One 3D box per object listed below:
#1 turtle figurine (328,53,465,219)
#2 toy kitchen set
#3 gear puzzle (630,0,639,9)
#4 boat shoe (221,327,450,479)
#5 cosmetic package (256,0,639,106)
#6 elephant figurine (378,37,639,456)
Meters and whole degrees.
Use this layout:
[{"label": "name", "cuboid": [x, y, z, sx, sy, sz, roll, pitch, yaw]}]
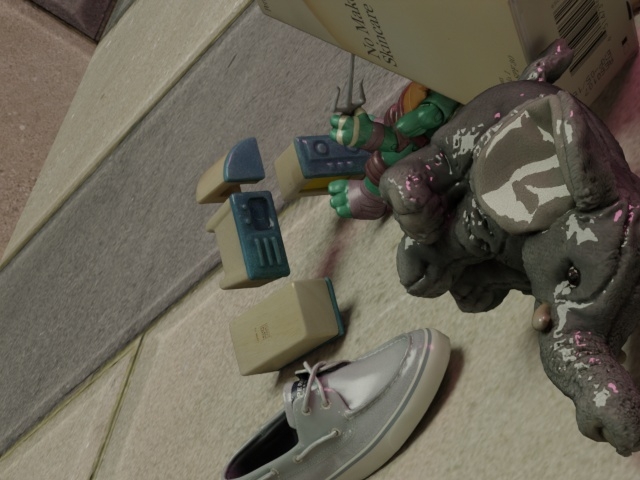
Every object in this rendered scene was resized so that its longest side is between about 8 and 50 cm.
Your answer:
[{"label": "turtle figurine", "cuboid": [0.076, -0.120, 1.361, 0.175, 0.118, 0.234, -50, -6, -35]}, {"label": "toy kitchen set", "cuboid": [0.000, 0.000, 1.457, 0.122, 0.166, 0.207, -33, 67, 53]}, {"label": "gear puzzle", "cuboid": [0.307, -0.339, 1.226, 0.175, 0.044, 0.339, -31, 32, 54]}, {"label": "boat shoe", "cuboid": [0.005, 0.134, 1.193, 0.227, 0.081, 0.079, -47, 22, 32]}, {"label": "cosmetic package", "cuboid": [0.071, -0.208, 1.190, 0.309, 0.160, 0.113, 28, 68, 37]}, {"label": "elephant figurine", "cuboid": [0.159, -0.007, 0.964, 0.169, 0.186, 0.239, -19, 17, -24]}]
